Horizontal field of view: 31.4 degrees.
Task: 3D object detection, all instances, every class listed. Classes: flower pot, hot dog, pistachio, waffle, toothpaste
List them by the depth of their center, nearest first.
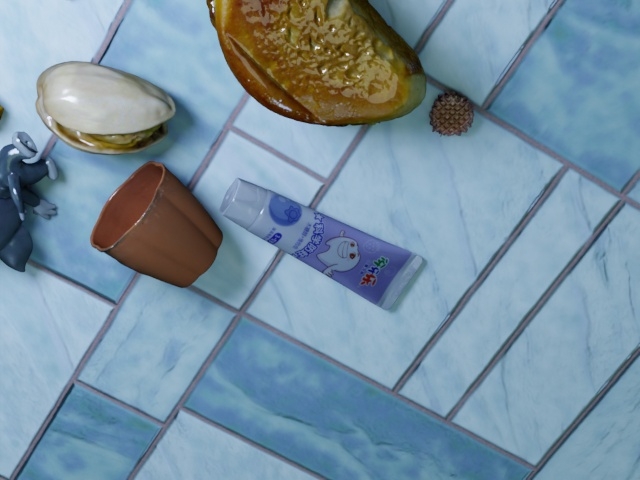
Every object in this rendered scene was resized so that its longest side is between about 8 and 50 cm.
[{"bbox_3d":[-0.028,-0.318,1.798,0.223,0.185,0.405,-41,109,17],"label":"hot dog"},{"bbox_3d":[-0.357,-0.219,1.884,0.230,0.157,0.157,12,115,-11],"label":"pistachio"},{"bbox_3d":[0.222,-0.212,1.932,0.075,0.029,0.083,7,119,1],"label":"waffle"},{"bbox_3d":[-0.270,-0.016,1.963,0.173,0.190,0.191,37,111,-28],"label":"flower pot"},{"bbox_3d":[0.000,0.000,2.025,0.371,0.080,0.125,27,110,-20],"label":"toothpaste"}]

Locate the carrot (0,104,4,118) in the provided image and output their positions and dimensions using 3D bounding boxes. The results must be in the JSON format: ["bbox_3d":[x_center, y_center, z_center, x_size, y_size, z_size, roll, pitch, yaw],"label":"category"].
[{"bbox_3d":[-0.680,-0.280,1.902,0.314,0.066,0.066,28,113,-8],"label":"carrot"}]

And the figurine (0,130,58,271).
[{"bbox_3d":[-0.537,-0.067,1.959,0.193,0.140,0.265,26,139,-30],"label":"figurine"}]
